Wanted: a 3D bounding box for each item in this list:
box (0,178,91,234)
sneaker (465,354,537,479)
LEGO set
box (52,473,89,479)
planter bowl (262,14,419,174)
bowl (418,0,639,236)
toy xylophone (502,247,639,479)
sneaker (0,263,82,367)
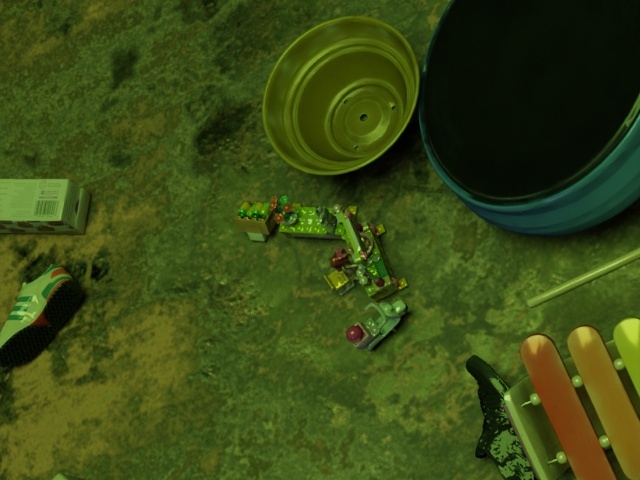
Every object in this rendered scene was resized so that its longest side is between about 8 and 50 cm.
[{"bbox_3d":[-0.477,-0.049,2.225,0.324,0.063,0.067,0,71,25],"label":"box"},{"bbox_3d":[0.204,0.217,1.817,0.089,0.051,0.170,-44,63,0],"label":"sneaker"},{"bbox_3d":[0.000,0.000,1.957,0.132,0.107,0.287,-48,60,3],"label":"LEGO set"},{"bbox_3d":[-0.235,0.436,1.907,0.311,0.121,0.148,36,90,30],"label":"box"},{"bbox_3d":[0.041,-0.171,2.008,0.217,0.090,0.217,-8,69,22],"label":"planter bowl"},{"bbox_3d":[0.272,-0.200,1.844,0.391,0.077,0.391,-20,61,41],"label":"bowl"},{"bbox_3d":[0.348,0.133,1.722,0.322,0.081,0.236,-33,88,16],"label":"toy xylophone"},{"bbox_3d":[-0.395,0.101,2.147,0.161,0.057,0.075,-48,43,5],"label":"sneaker"}]
